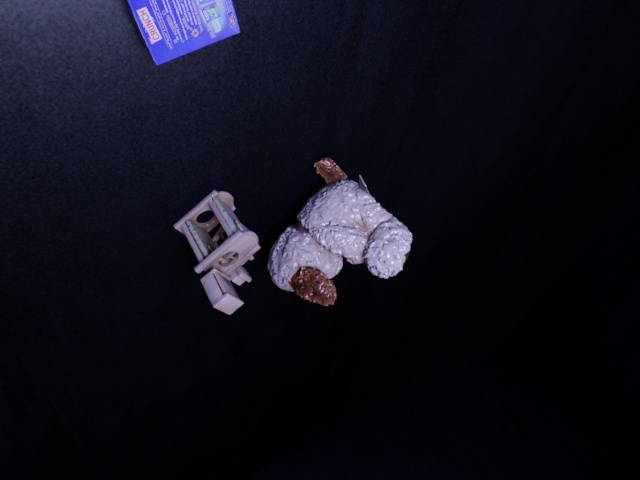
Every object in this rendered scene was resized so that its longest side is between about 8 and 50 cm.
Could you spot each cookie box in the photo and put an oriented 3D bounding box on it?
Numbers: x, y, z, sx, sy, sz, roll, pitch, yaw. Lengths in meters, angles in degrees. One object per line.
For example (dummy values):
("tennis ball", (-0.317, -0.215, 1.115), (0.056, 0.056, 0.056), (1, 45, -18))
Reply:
("cookie box", (-0.154, -0.261, 0.502), (0.107, 0.040, 0.092), (-28, 145, -14))

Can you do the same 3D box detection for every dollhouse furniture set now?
("dollhouse furniture set", (-0.123, 0.033, 0.747), (0.101, 0.182, 0.161), (-40, 145, 4))

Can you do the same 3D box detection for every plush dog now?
("plush dog", (0.000, 0.000, 0.822), (0.225, 0.262, 0.210), (-45, 113, -4))
